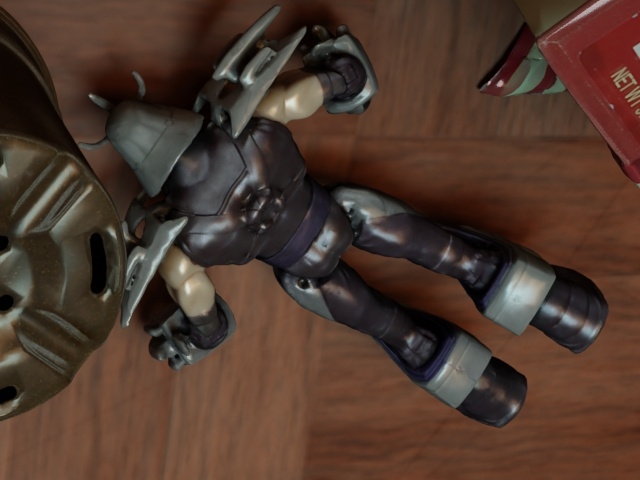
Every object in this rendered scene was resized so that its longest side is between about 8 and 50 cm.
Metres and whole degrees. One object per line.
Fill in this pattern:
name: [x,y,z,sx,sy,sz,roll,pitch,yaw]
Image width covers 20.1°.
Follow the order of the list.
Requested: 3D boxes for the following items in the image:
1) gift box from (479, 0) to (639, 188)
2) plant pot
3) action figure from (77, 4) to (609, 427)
gift box: [0.183,-0.140,0.822,0.276,0.258,0.255,-29,126,11]
plant pot: [-0.165,-0.011,0.750,0.167,0.165,0.167,-11,117,-22]
action figure: [0.000,0.000,0.884,0.285,0.099,0.185,30,103,-30]
